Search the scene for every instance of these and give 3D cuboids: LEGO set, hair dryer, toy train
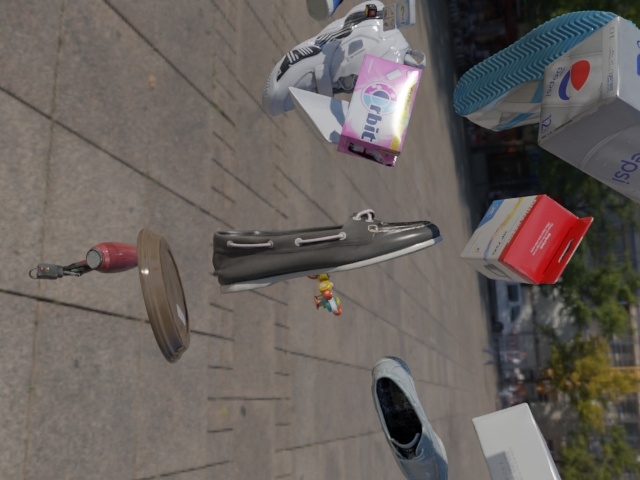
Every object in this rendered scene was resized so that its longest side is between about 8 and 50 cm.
[{"bbox_3d":[0.119,-0.502,1.279,0.244,0.060,0.182,-134,-141,-71],"label":"LEGO set"},{"bbox_3d":[-0.578,0.048,1.663,0.224,0.294,0.080,-4,-88,64],"label":"hair dryer"},{"bbox_3d":[-0.011,0.068,1.231,0.125,0.046,0.166,40,28,-74],"label":"toy train"}]

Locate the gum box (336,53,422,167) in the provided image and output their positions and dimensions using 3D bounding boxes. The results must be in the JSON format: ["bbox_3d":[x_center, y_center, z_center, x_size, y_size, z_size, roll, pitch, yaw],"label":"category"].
[{"bbox_3d":[0.103,-0.227,1.164,0.062,0.107,0.188,105,1,-68],"label":"gum box"}]

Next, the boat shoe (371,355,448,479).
[{"bbox_3d":[0.126,0.286,0.973,0.227,0.079,0.081,69,18,-6],"label":"boat shoe"}]

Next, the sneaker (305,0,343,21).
[{"bbox_3d":[0.006,-0.434,1.036,0.084,0.058,0.152,-56,146,-43],"label":"sneaker"}]

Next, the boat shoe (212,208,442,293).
[{"bbox_3d":[0.000,0.000,0.939,0.112,0.335,0.095,-23,100,-79],"label":"boat shoe"}]

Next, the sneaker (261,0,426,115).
[{"bbox_3d":[0.055,-0.365,1.473,0.210,0.366,0.137,50,-5,19],"label":"sneaker"}]

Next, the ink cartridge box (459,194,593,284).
[{"bbox_3d":[0.345,-0.002,1.128,0.134,0.078,0.231,-57,-171,-7],"label":"ink cartridge box"}]

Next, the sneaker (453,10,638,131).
[{"bbox_3d":[0.278,-0.201,0.801,0.092,0.229,0.087,18,68,-38],"label":"sneaker"}]

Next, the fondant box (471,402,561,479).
[{"bbox_3d":[0.358,0.427,1.083,0.330,0.096,0.238,51,21,-56],"label":"fondant box"}]

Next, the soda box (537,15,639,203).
[{"bbox_3d":[0.345,-0.085,0.624,0.286,0.091,0.098,25,61,-20],"label":"soda box"}]

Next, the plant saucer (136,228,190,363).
[{"bbox_3d":[-0.310,0.108,1.321,0.278,0.041,0.277,167,-90,-85],"label":"plant saucer"}]

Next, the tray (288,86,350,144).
[{"bbox_3d":[0.044,-0.230,1.321,0.270,0.030,0.145,-3,53,-56],"label":"tray"}]
